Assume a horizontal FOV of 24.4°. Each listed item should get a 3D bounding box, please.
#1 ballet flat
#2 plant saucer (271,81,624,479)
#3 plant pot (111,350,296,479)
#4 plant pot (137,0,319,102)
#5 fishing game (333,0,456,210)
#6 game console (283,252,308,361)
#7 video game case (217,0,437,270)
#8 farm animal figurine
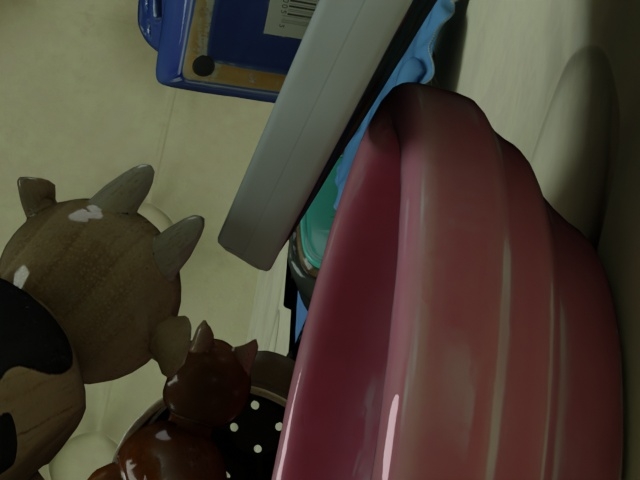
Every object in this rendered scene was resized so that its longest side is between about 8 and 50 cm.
[{"bbox_3d":[0.012,-0.051,1.133,0.096,0.095,0.280,89,-173,-50],"label":"ballet flat"},{"bbox_3d":[0.031,0.112,0.541,0.332,0.084,0.332,-169,90,-84],"label":"plant saucer"},{"bbox_3d":[-0.058,0.163,1.094,0.165,0.167,0.167,-65,-13,-78],"label":"plant pot"},{"bbox_3d":[-0.030,-0.244,1.293,0.212,0.236,0.236,-102,22,-61],"label":"plant pot"},{"bbox_3d":[0.057,-0.099,0.999,0.189,0.041,0.264,123,165,-51],"label":"fishing game"},{"bbox_3d":[0.000,0.000,1.424,0.361,0.044,0.213,-90,12,-64],"label":"game console"},{"bbox_3d":[0.059,-0.141,0.522,0.285,0.025,0.204,-59,-1,-29],"label":"video game case"},{"bbox_3d":[-0.136,0.033,0.502,0.172,0.330,0.327,-51,10,17],"label":"farm animal figurine"}]
